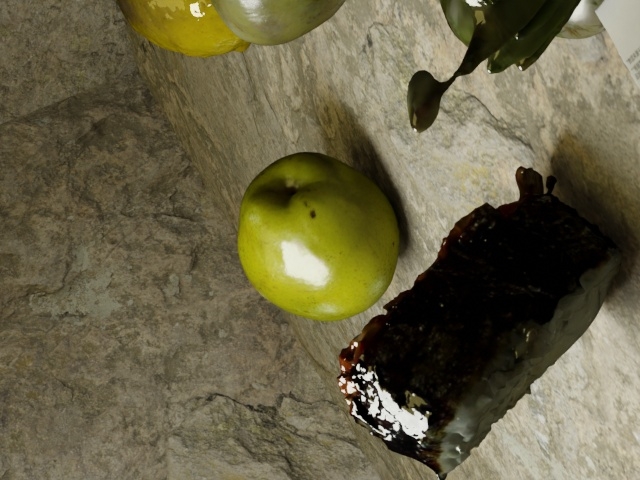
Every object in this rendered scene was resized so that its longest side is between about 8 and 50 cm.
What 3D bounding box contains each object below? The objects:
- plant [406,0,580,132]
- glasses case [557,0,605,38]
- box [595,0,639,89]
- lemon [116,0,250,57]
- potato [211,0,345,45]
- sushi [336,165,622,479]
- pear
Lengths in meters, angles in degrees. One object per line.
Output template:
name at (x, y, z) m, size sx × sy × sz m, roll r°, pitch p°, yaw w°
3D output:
plant at (0.190, -0.227, 0.640) m, size 0.180 × 0.333 × 0.251 m, roll 61°, pitch -161°, yaw -24°
glasses case at (0.173, -0.347, 0.732) m, size 0.156 × 0.098 × 0.425 m, roll 41°, pitch 154°, yaw 44°
box at (0.269, -0.175, 0.583) m, size 0.073 × 0.139 × 0.194 m, roll 63°, pitch 166°, yaw 10°
lemon at (-0.198, -0.437, 1.648) m, size 0.316 × 0.285 × 0.285 m, roll -3°, pitch 120°, yaw 29°
potato at (-0.045, -0.393, 1.239) m, size 0.202 × 0.218 × 0.351 m, roll 63°, pitch 164°, yaw 18°
sushi at (0.173, 0.073, 1.043) m, size 0.182 × 0.343 × 0.196 m, roll 40°, pitch 161°, yaw 15°
pear at (0.000, 0.000, 1.653) m, size 0.294 × 0.294 × 0.294 m, roll 59°, pitch 165°, yaw 26°
